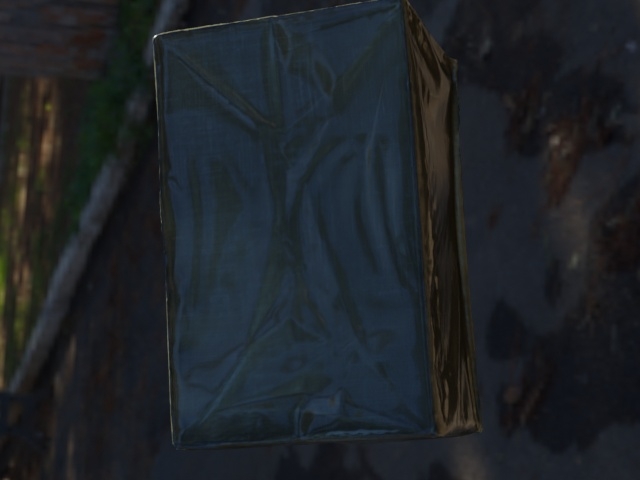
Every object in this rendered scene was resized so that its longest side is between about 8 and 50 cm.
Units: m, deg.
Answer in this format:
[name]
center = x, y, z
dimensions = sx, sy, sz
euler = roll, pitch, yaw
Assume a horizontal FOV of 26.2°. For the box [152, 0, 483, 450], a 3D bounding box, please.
[box]
center = 0.000, 0.000, 0.784
dimensions = 0.149, 0.155, 0.231
euler = 23, -117, -73
